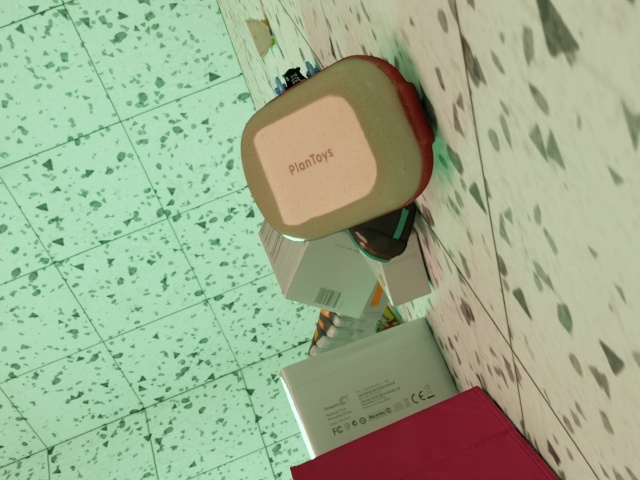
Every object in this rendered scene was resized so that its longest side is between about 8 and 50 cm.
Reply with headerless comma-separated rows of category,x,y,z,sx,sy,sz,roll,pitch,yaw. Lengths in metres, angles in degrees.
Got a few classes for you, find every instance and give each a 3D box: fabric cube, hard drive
fabric cube,0.140,0.364,1.007,0.259,0.258,0.254,-125,12,-73
hard drive,0.113,0.308,1.248,0.047,0.233,0.353,116,133,-65

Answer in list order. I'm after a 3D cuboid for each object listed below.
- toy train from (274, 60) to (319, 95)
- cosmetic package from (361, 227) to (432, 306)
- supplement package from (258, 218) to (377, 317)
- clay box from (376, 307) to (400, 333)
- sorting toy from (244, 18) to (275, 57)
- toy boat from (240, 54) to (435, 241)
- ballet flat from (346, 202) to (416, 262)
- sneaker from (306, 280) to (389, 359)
toy train,-0.013,-0.197,1.357,0.105,0.080,0.184,63,180,-38
cosmetic package,0.078,-0.014,1.228,0.239,0.060,0.099,-118,6,-60
supplement package,0.000,0.000,1.471,0.134,0.139,0.244,-66,22,18
clay box,0.134,0.204,1.711,0.222,0.053,0.127,-127,17,-70
sorting toy,-0.121,-0.426,1.859,0.075,0.045,0.083,-79,-33,-84
toy boat,0.030,-0.094,0.900,0.231,0.151,0.151,-20,92,44
ballet flat,0.045,-0.077,1.139,0.280,0.095,0.096,49,118,49
sneaker,0.047,0.120,1.655,0.180,0.124,0.321,-102,27,-50
